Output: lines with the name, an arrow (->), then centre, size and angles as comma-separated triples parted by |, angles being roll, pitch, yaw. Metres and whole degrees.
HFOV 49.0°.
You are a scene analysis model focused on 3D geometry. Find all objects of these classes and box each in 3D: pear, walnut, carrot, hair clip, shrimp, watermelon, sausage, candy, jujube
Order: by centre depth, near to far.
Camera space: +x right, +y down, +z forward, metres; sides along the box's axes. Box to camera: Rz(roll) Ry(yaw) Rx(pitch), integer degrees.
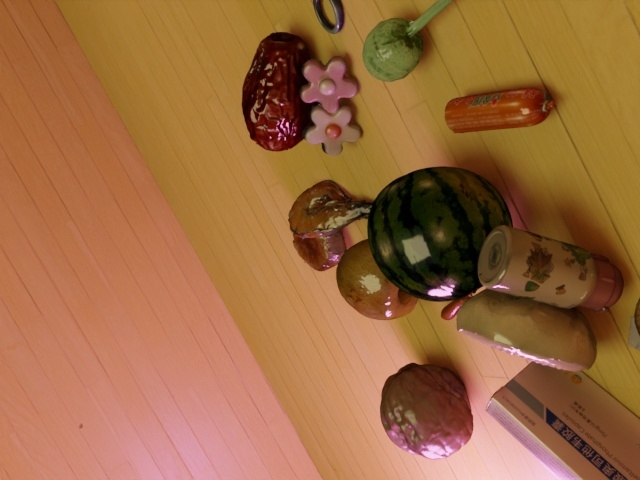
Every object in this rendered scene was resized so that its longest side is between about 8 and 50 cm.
candy -> 0.215, -0.427, 1.266 | 0.119, 0.119, 0.440 | 58, 146, 1
sausage -> 0.329, -0.237, 1.274 | 0.234, 0.071, 0.071 | 6, 123, 57
watermelon -> 0.240, -0.015, 1.414 | 0.285, 0.285, 0.285 | 40, 148, 32
hair clip -> 0.023, -0.319, 1.677 | 0.146, 0.075, 0.257 | 6, 137, 12
carrot -> 0.332, 0.165, 1.728 | 0.035, 0.035, 0.142 | 53, 148, 12
jujube -> -0.105, -0.365, 1.750 | 0.197, 0.197, 0.290 | 36, 130, 38
pear -> 0.142, 0.094, 1.798 | 0.211, 0.188, 0.228 | 19, 140, 39
walnut -> 0.287, 0.462, 1.895 | 0.273, 0.227, 0.273 | 36, 148, 28
shrimp -> 0.033, -0.094, 1.900 | 0.317, 0.062, 0.164 | -9, 71, 40

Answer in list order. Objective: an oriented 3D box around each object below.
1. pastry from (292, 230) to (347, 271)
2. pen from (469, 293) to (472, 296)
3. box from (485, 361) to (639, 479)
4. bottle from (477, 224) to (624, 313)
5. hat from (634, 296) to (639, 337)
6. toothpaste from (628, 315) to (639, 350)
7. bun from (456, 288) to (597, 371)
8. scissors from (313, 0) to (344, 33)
pastry -> 0.000, 0.000, 2.051 | 0.182, 0.093, 0.192 | 56, 150, 15
pen -> 0.287, 0.068, 1.709 | 0.218, 0.026, 0.026 | 42, 149, 30
box -> 0.534, 0.394, 1.433 | 0.343, 0.200, 0.065 | 43, 152, 29
bottle -> 0.419, 0.057, 1.257 | 0.120, 0.253, 0.120 | -166, 90, -77
hat -> 0.616, 0.134, 1.187 | 0.146, 0.067, 0.145 | -7, 78, 35
toothpaste -> 0.671, 0.232, 1.206 | 0.314, 0.056, 0.058 | 35, 105, 45
bun -> 0.408, 0.158, 1.375 | 0.287, 0.287, 0.146 | 16, 91, 54
scissors -> -0.035, -0.651, 1.508 | 0.383, 0.029, 0.256 | 54, 154, 5
